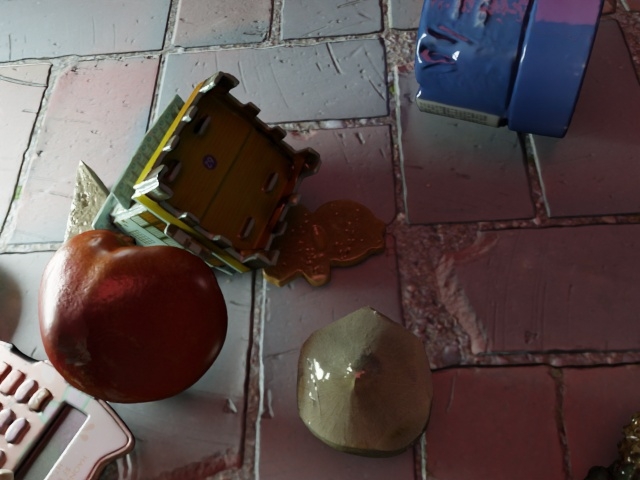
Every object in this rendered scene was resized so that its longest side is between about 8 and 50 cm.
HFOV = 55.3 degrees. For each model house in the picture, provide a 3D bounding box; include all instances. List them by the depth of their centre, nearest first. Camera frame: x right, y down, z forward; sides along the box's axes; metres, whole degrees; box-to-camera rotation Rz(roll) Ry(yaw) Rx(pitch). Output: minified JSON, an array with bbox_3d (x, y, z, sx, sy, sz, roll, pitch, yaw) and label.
[{"bbox_3d":[-0.152,-0.075,0.808,0.215,0.198,0.224,-10,50,47],"label":"model house"}]

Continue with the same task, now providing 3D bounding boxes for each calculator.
[{"bbox_3d":[-0.392,0.246,0.750,0.330,0.048,0.220,22,66,21],"label":"calculator"}]

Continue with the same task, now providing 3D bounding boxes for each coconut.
[{"bbox_3d":[0.049,0.157,0.680,0.161,0.162,0.161,-2,60,4],"label":"coconut"}]

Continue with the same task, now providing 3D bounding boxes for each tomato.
[{"bbox_3d":[-0.238,0.100,0.714,0.233,0.200,0.139,8,18,13],"label":"tomato"}]

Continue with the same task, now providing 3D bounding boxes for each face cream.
[{"bbox_3d":[0.263,-0.284,0.866,0.225,0.249,0.249,12,62,16],"label":"face cream"}]

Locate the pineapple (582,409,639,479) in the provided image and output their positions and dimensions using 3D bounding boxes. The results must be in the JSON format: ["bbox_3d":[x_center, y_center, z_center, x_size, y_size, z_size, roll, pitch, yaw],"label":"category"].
[{"bbox_3d":[0.289,0.260,0.604,0.277,0.119,0.130,-40,78,-6],"label":"pineapple"}]

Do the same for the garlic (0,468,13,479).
[{"bbox_3d":[-0.411,0.343,0.623,0.217,0.110,0.227,12,84,23],"label":"garlic"}]

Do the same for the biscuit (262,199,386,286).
[{"bbox_3d":[-0.005,-0.002,0.859,0.184,0.027,0.133,-29,60,-12],"label":"biscuit"}]

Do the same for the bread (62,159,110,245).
[{"bbox_3d":[-0.341,-0.029,0.886,0.105,0.077,0.152,-36,59,-13],"label":"bread"}]
